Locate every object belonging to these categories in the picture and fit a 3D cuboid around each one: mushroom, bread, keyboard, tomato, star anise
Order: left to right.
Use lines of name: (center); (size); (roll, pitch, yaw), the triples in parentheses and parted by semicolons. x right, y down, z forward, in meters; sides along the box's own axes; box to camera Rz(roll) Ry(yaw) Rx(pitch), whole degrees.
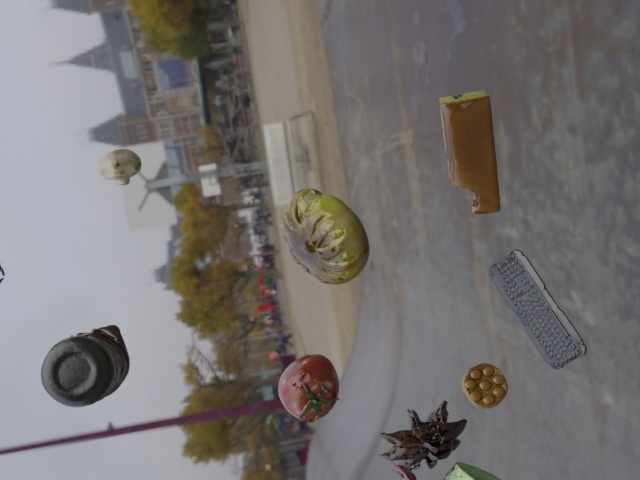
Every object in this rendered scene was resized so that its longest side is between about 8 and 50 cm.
mushroom: (-0.394, -0.144, 1.481); (0.083, 0.083, 0.068); (-110, 17, -64)
tomato: (-0.029, 0.368, 1.923); (0.167, 0.167, 0.167); (170, 90, -85)
bread: (0.000, 0.000, 1.531); (0.213, 0.104, 0.213); (28, 136, 31)
star anise: (0.281, 0.551, 2.008); (0.102, 0.271, 0.272); (-118, 18, -53)
bread: (0.265, -0.149, 1.325); (0.049, 0.088, 0.226); (-94, -7, -59)
bread: (0.387, 0.341, 1.767); (0.024, 0.110, 0.110); (93, 166, -67)
keyboard: (0.462, 0.148, 1.614); (0.106, 0.016, 0.262); (-45, 69, 42)

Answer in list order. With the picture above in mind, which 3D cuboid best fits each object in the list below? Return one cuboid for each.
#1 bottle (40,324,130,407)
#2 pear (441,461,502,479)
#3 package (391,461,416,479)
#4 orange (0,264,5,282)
bottle: (-0.455, 0.243, 1.506); (0.156, 0.143, 0.271); (-55, -1, -4)
pear: (0.422, 0.677, 1.816); (0.159, 0.292, 0.292); (-60, 10, 5)
package: (0.184, 0.506, 1.625); (0.059, 0.029, 0.083); (43, 176, 35)
orange: (-0.792, 0.058, 1.669); (0.160, 0.112, 0.170); (35, -166, -47)
